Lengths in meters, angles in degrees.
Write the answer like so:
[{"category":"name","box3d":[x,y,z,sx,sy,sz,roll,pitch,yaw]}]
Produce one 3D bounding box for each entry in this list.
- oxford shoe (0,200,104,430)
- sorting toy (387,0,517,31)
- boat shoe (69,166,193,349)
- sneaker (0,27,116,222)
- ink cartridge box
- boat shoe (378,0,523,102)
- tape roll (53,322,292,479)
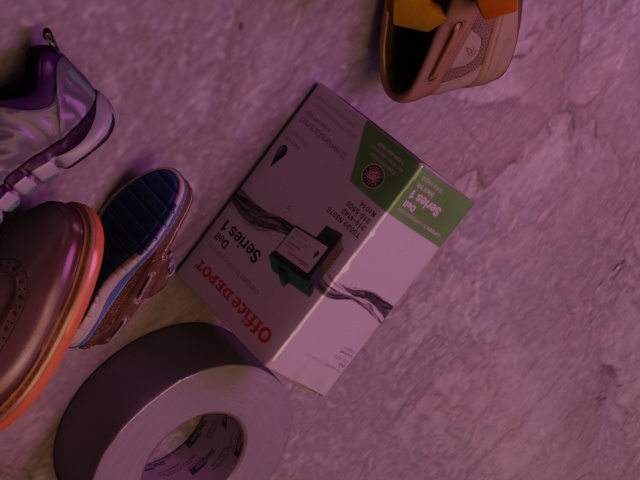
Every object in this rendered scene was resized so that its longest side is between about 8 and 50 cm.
[{"category":"oxford shoe","box3d":[-0.315,0.096,1.245,0.364,0.130,0.133,-48,132,-2]},{"category":"sorting toy","box3d":[0.073,-0.271,1.205,0.229,0.041,0.307,-16,145,-7]},{"category":"boat shoe","box3d":[-0.161,0.015,1.367,0.183,0.066,0.066,-50,145,17]},{"category":"sneaker","box3d":[-0.266,-0.062,1.216,0.223,0.083,0.098,-42,119,-14]},{"category":"ink cartridge box","box3d":[0.000,0.000,1.413,0.219,0.160,0.092,-53,138,5]},{"category":"boat shoe","box3d":[0.111,-0.259,1.336,0.110,0.121,0.341,-23,135,-28]},{"category":"tape roll","box3d":[-0.135,0.187,1.512,0.219,0.072,0.219,-24,134,-27]}]
